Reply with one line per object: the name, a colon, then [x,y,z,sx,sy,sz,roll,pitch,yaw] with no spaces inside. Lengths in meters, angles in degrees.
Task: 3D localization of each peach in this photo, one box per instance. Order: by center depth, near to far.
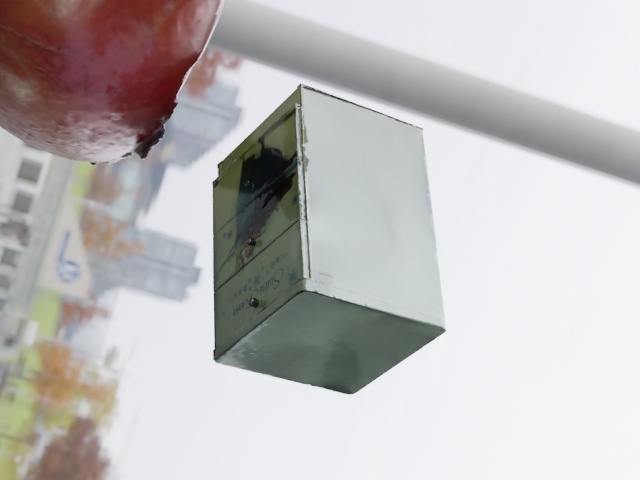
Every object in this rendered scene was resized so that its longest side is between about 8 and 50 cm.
peach: [-0.188,-0.195,1.196,0.338,0.281,0.281,81,18,-58]

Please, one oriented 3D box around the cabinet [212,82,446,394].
cabinet: [0.000,0.000,1.266,0.145,0.150,0.206,-40,-136,45]
